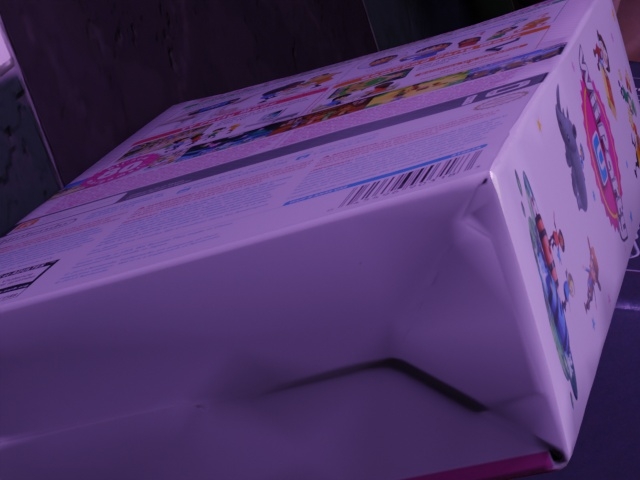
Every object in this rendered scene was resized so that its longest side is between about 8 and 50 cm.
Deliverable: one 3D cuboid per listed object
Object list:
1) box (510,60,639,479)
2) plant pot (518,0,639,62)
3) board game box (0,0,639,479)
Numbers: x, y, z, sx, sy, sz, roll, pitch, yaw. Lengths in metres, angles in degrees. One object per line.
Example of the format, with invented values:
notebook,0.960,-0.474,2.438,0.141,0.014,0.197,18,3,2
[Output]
box,0.255,0.044,1.090,0.395,0.294,0.212,-66,160,-60
plant pot,0.224,-0.280,1.321,0.263,0.229,0.263,-38,149,-29
board game box,0.000,0.000,0.608,0.303,0.224,0.097,-52,125,-64
